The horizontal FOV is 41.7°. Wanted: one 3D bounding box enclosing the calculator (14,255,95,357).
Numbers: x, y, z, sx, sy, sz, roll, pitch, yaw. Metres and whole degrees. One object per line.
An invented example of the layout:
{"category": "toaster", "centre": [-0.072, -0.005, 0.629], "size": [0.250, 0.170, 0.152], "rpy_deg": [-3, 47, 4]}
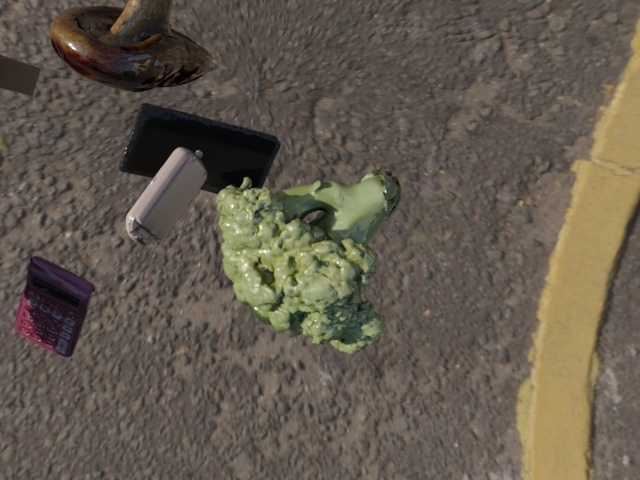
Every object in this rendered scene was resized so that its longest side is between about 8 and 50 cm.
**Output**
{"category": "calculator", "centre": [-0.485, 0.122, 1.530], "size": [0.126, 0.034, 0.191], "rpy_deg": [27, 123, -1]}

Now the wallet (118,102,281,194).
{"category": "wallet", "centre": [-0.193, -0.139, 1.365], "size": [0.244, 0.025, 0.124], "rpy_deg": [11, 117, -29]}

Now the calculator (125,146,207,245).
{"category": "calculator", "centre": [-0.236, -0.069, 1.305], "size": [0.032, 0.100, 0.175], "rpy_deg": [30, 79, 20]}

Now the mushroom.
{"category": "mushroom", "centre": [-0.194, -0.284, 0.946], "size": [0.148, 0.227, 0.218], "rpy_deg": [26, 114, 9]}

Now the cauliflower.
{"category": "cauliflower", "centre": [-0.010, 0.018, 1.253], "size": [0.327, 0.260, 0.281], "rpy_deg": [38, 112, -14]}

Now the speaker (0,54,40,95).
{"category": "speaker", "centre": [-0.437, -0.228, 1.122], "size": [0.040, 0.191, 0.046], "rpy_deg": [19, 94, 4]}
